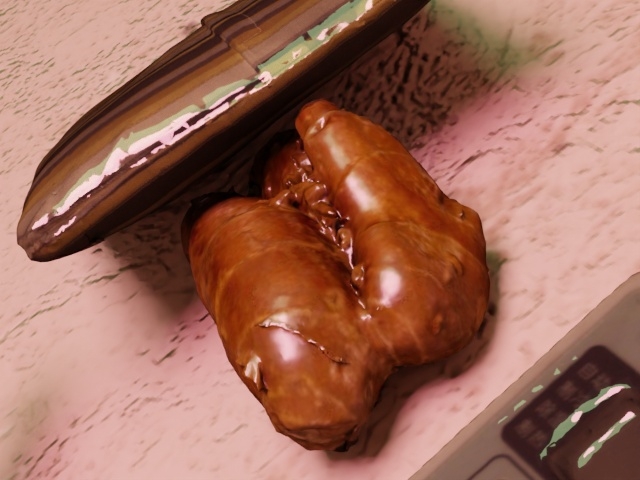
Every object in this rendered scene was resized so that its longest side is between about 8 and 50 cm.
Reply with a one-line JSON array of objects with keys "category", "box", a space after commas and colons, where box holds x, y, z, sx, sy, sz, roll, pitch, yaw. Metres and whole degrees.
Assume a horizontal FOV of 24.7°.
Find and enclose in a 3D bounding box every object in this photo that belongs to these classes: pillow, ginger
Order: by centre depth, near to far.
[{"category": "ginger", "box": [0.000, 0.000, 0.539, 0.103, 0.073, 0.162, -35, 35, -2]}, {"category": "pillow", "box": [-0.038, -0.072, 0.627, 0.208, 0.052, 0.212, -37, 11, -1]}]

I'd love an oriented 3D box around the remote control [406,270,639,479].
[{"category": "remote control", "box": [0.029, 0.128, 0.403, 0.285, 0.038, 0.123, -39, 37, -5]}]
